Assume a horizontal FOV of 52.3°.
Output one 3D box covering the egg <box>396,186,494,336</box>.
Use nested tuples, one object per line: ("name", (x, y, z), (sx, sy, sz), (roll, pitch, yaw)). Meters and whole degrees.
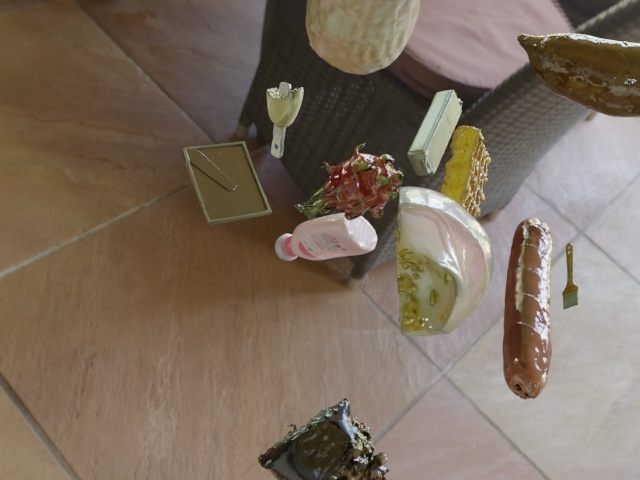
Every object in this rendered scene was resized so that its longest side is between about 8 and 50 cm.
("egg", (0.208, 0.022, 1.088), (0.162, 0.271, 0.206), (-1, 37, 6))

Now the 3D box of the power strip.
("power strip", (0.277, -0.260, 1.569), (0.052, 0.078, 0.272), (-1, 47, 37))

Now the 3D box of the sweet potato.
("sweet potato", (0.585, -0.346, 1.365), (0.370, 0.157, 0.158), (15, 48, 13))

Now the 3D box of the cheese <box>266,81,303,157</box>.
("cheese", (-0.113, -0.348, 1.888), (0.127, 0.235, 0.050), (32, 39, 33))

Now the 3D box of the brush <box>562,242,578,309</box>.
("brush", (0.788, 0.108, 2.057), (0.010, 0.082, 0.218), (11, 68, -10))

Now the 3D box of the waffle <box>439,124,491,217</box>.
("waffle", (0.295, -0.091, 1.343), (0.057, 0.219, 0.229), (12, 81, 24))

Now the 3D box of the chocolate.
("chocolate", (0.051, -0.273, 0.693), (0.134, 0.309, 0.134), (1, 80, -4))

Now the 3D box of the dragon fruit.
("dragon fruit", (0.059, -0.112, 1.366), (0.236, 0.135, 0.137), (-17, 39, 7))

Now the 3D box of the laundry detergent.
("laundry detergent", (0.000, 0.000, 1.835), (0.159, 0.335, 0.088), (40, 59, -28))

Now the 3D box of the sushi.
("sushi", (0.021, 0.464, 1.343), (0.225, 0.238, 0.218), (-36, 87, -1))

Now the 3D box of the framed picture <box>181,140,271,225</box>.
("framed picture", (-0.262, -0.166, 1.817), (0.189, 0.023, 0.260), (-12, 63, -24))

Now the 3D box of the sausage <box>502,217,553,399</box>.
("sausage", (0.374, 0.096, 1.171), (0.088, 0.088, 0.433), (24, 45, -3))
